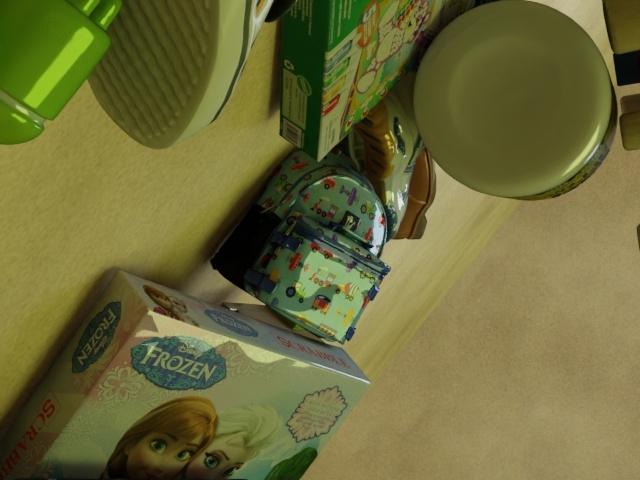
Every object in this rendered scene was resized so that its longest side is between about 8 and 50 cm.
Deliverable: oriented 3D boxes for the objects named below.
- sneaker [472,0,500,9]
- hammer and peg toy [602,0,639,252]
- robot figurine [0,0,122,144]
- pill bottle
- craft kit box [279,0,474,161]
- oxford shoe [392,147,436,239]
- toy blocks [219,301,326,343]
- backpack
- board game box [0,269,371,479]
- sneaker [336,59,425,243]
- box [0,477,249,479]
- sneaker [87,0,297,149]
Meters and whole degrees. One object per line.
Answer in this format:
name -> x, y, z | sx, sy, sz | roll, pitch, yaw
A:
sneaker -> 0.161, -0.252, 1.430 | 0.152, 0.084, 0.058 | -48, 168, -42
hammer and peg toy -> 0.359, -0.170, 1.379 | 0.361, 0.127, 0.266 | 65, 21, -50
robot figurine -> -0.162, -0.102, 0.762 | 0.115, 0.067, 0.101 | -52, 166, 2
pill bottle -> 0.214, -0.135, 1.437 | 0.188, 0.188, 0.334 | -54, 169, 9
craft kit box -> 0.062, -0.224, 1.225 | 0.247, 0.061, 0.250 | -49, 164, -23
oxford shoe -> 0.107, -0.072, 1.822 | 0.076, 0.076, 0.212 | -6, 139, -13
toy blocks -> -0.147, 0.208, 1.502 | 0.381, 0.191, 0.261 | -54, 156, 12
backpack -> 0.000, 0.000, 1.419 | 0.173, 0.158, 0.117 | -57, -148, -4
board game box -> -0.152, 0.208, 1.324 | 0.318, 0.066, 0.318 | 23, 108, -46
sneaker -> 0.080, -0.100, 1.532 | 0.131, 0.112, 0.296 | -47, 167, -22
box -> -0.186, 0.371, 1.148 | 0.395, 0.293, 0.212 | 9, 122, -44
sneaker -> -0.052, -0.189, 0.783 | 0.127, 0.126, 0.321 | -35, 158, -37
